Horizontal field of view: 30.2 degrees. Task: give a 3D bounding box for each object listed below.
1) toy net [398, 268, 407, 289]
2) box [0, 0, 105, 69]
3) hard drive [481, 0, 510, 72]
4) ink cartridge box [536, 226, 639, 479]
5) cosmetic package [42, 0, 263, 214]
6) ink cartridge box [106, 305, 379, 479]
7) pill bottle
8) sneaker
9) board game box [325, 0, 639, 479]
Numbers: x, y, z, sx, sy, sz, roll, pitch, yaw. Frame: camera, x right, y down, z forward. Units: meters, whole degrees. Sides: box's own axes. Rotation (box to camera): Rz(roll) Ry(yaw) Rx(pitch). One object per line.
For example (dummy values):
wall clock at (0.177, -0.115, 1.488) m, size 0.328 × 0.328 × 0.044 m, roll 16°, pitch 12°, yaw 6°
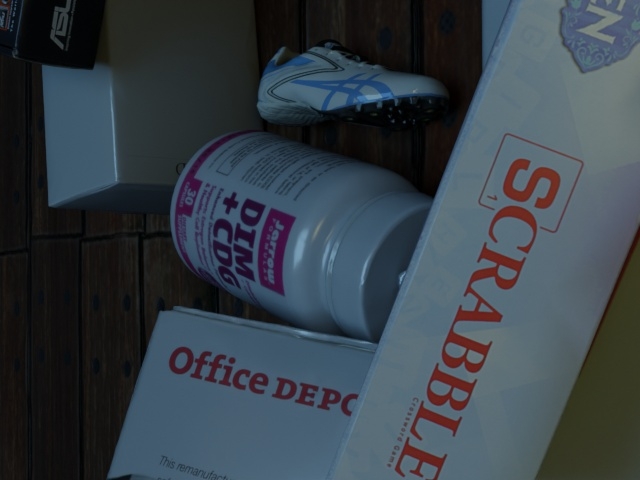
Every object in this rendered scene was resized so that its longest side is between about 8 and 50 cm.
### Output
toy net at (0.163, 0.016, 0.877) m, size 0.232 × 0.045 × 0.122 m, roll -2°, pitch 93°, yaw 21°
box at (-0.298, -0.390, 1.196) m, size 0.318 × 0.097 × 0.395 m, roll 25°, pitch 106°, yaw 52°
hard drive at (0.190, -0.231, 0.857) m, size 0.233 × 0.047 × 0.353 m, roll -168°, pitch 76°, yaw -67°
ink cartridge box at (0.283, 0.071, 0.530) m, size 0.160 × 0.384 × 0.279 m, roll 36°, pitch 117°, yaw 42°
cosmetic package at (-0.185, -0.218, 1.278) m, size 0.155 × 0.197 × 0.366 m, roll -15°, pitch 78°, yaw 49°
ink cartridge box at (-0.039, 0.277, 0.967) m, size 0.285 × 0.166 × 0.395 m, roll 9°, pitch 77°, yaw 35°
pill bottle at (0.000, 0.000, 1.065) m, size 0.283 × 0.160 × 0.160 m, roll 21°, pitch 106°, yaw 50°
sneaker at (0.025, -0.147, 1.104) m, size 0.237 × 0.085 × 0.086 m, roll 10°, pitch 89°, yaw 48°
board game box at (0.101, -0.059, 0.510) m, size 0.065 × 0.318 × 0.319 m, roll 21°, pitch 95°, yaw 5°
